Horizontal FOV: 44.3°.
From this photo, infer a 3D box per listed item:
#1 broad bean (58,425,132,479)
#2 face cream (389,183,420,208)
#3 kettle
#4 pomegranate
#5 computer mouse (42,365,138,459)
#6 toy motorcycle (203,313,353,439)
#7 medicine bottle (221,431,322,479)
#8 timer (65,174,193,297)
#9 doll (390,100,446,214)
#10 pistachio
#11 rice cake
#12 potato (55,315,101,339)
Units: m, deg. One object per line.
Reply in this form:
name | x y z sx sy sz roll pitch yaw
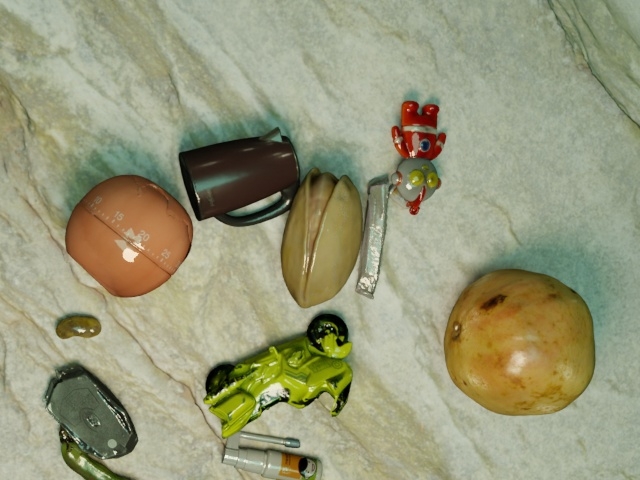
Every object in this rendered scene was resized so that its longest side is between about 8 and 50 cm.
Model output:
broad bean | -0.446 0.502 1.651 0.325 0.067 0.075 42 100 -11
face cream | 0.186 -0.093 1.742 0.083 0.021 0.040 38 85 -14
kettle | -0.153 -0.118 1.610 0.232 0.144 0.202 -17 119 -14
pomegranate | 0.443 0.215 1.694 0.343 0.342 0.342 -1 97 -12
computer mouse | -0.470 0.354 1.629 0.126 0.071 0.231 -43 93 8
toy motorcycle | -0.071 0.307 1.676 0.342 0.142 0.206 -25 63 -8
medicine bottle | -0.104 0.478 1.732 0.221 0.061 0.092 15 69 -14
timer | -0.369 -0.010 1.525 0.229 0.229 0.215 46 76 -13
doll | 0.210 -0.177 1.704 0.142 0.076 0.245 5 85 -25
pistachio | 0.000 0.000 1.634 0.162 0.181 0.293 18 101 14
rice cake | 0.116 -0.006 1.722 0.055 0.049 0.269 6 96 9
potato | -0.497 0.177 1.612 0.092 0.045 0.046 -1 133 -10
